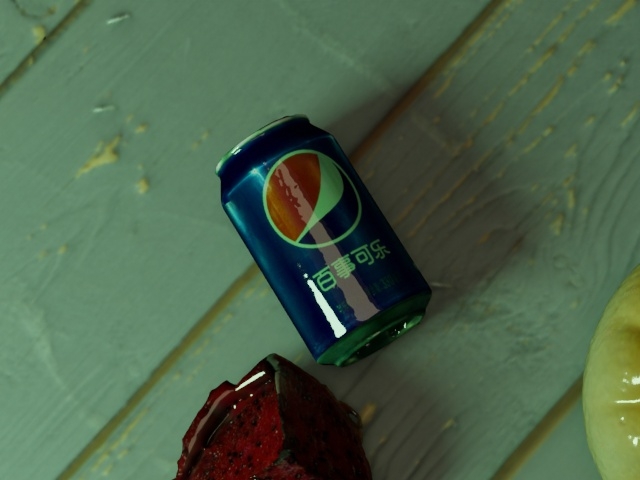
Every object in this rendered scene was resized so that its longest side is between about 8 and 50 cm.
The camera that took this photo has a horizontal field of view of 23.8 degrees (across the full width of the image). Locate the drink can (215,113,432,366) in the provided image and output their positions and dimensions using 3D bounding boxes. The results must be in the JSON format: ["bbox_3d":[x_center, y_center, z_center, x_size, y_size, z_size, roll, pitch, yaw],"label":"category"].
[{"bbox_3d":[0.000,0.000,1.292,0.118,0.118,0.205,-32,78,-4],"label":"drink can"}]

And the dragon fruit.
[{"bbox_3d":[-0.046,0.195,1.279,0.161,0.121,0.127,-34,121,20],"label":"dragon fruit"}]

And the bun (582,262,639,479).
[{"bbox_3d":[0.360,0.129,1.226,0.298,0.165,0.299,-1,78,4],"label":"bun"}]
